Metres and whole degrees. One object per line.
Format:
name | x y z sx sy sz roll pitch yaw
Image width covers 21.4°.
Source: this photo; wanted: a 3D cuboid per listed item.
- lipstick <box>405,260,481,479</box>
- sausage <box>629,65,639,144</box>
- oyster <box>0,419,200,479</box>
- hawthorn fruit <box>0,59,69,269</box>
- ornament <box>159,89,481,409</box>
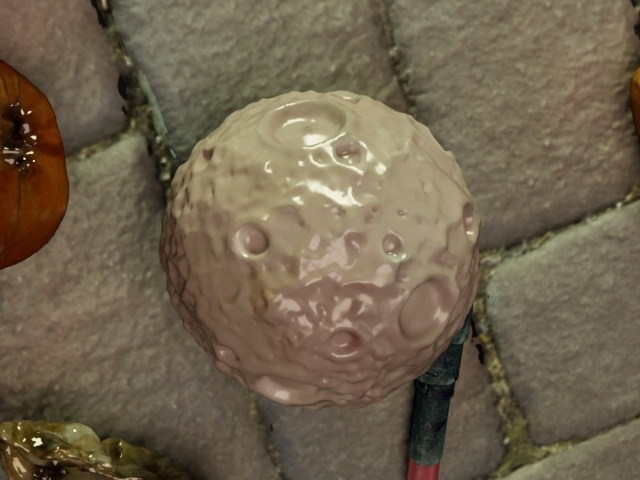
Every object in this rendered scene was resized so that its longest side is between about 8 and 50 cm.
lipstick | 0.106 0.125 1.528 0.053 0.053 0.234 -1 112 -14
sausage | 0.350 -0.048 1.500 0.105 0.105 0.274 -26 114 -4
oyster | -0.162 0.250 1.477 0.341 0.110 0.166 36 103 -26
hawthorn fruit | -0.316 -0.053 1.302 0.225 0.196 0.196 -13 116 21
ornament | 0.000 0.000 1.339 0.259 0.259 0.225 -14 126 -9
